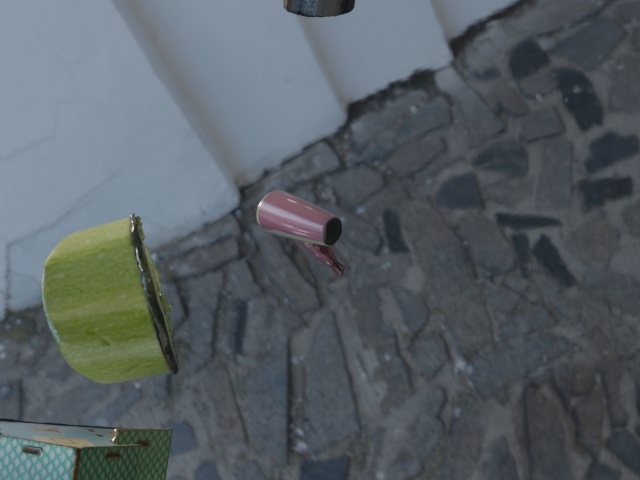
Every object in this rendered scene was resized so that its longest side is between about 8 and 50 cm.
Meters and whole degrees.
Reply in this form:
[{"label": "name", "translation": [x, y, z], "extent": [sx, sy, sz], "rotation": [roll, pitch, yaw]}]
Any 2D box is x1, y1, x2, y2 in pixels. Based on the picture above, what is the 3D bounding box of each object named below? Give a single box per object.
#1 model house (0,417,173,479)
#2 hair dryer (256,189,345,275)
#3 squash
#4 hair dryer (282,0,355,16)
[{"label": "model house", "translation": [-0.260, 0.256, 1.033], "extent": [0.206, 0.271, 0.178], "rotation": [-6, 73, 64]}, {"label": "hair dryer", "translation": [-0.004, -0.001, 1.347], "extent": [0.106, 0.154, 0.054], "rotation": [22, 75, 33]}, {"label": "squash", "translation": [-0.259, 0.081, 1.403], "extent": [0.133, 0.220, 0.220], "rotation": [-17, 48, 2]}, {"label": "hair dryer", "translation": [0.031, -0.311, 1.089], "extent": [0.071, 0.114, 0.248], "rotation": [15, 32, 11]}]
